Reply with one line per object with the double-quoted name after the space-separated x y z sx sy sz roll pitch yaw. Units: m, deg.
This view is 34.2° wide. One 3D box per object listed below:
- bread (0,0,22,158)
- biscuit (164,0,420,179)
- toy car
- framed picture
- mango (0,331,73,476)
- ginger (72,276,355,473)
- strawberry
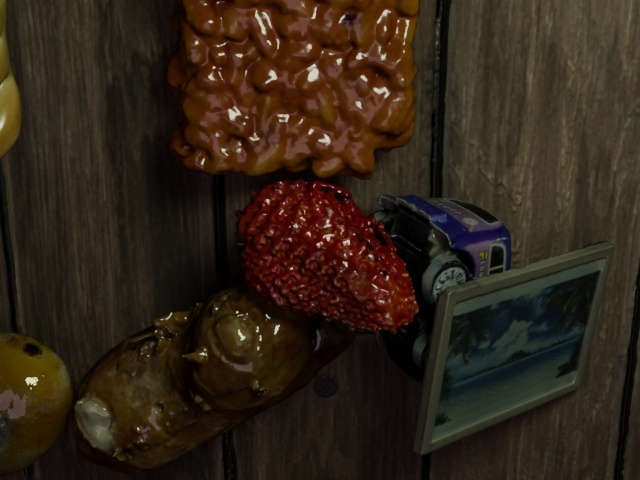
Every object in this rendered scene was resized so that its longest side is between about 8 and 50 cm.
-0.519 -0.193 1.214 0.316 0.211 0.270 5 111 1 "bread"
-0.033 -0.228 1.259 0.318 0.110 0.311 2 108 -2 "biscuit"
0.152 0.058 1.332 0.158 0.172 0.235 -9 115 -28 "toy car"
0.251 0.131 1.330 0.315 0.024 0.231 -13 121 -35 "framed picture"
-0.469 0.236 1.409 0.316 0.146 0.192 -30 99 26 "mango"
-0.164 0.169 1.338 0.419 0.254 0.176 -25 73 12 "ginger"
0.000 0.000 1.232 0.188 0.286 0.106 -33 134 -31 "strawberry"
